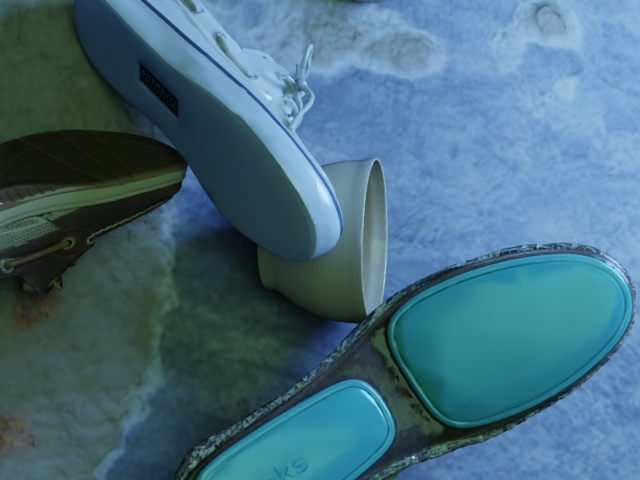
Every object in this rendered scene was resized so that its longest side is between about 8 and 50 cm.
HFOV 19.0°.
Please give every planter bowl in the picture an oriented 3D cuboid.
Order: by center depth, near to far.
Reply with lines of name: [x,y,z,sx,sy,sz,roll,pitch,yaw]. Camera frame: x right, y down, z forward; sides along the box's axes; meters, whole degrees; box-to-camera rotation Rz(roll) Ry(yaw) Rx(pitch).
planter bowl: [0.000,0.000,1.835,0.109,0.162,0.162,2,79,9]

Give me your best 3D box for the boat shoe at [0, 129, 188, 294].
boat shoe: [-0.279,-0.010,1.772,0.342,0.123,0.123,-20,127,-34]

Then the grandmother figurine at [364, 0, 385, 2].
grandmother figurine: [0.122,-0.388,1.961,0.208,0.104,0.342,27,75,17]

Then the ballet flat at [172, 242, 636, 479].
ballet flat: [0.064,0.147,1.800,0.483,0.182,0.164,-31,90,-10]

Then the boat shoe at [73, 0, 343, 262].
boat shoe: [-0.068,-0.134,1.795,0.156,0.136,0.367,-27,55,-30]
